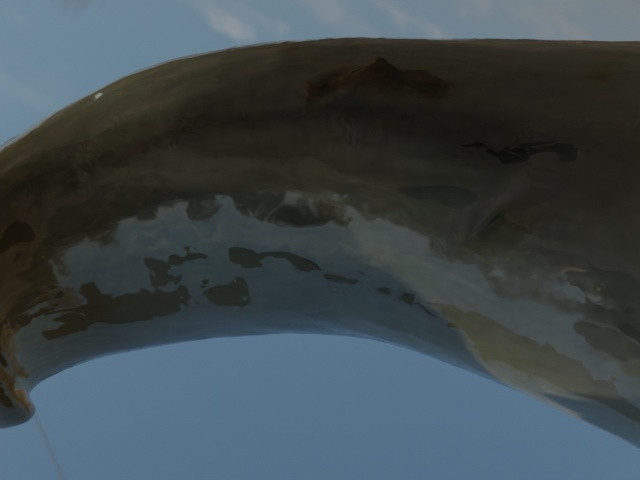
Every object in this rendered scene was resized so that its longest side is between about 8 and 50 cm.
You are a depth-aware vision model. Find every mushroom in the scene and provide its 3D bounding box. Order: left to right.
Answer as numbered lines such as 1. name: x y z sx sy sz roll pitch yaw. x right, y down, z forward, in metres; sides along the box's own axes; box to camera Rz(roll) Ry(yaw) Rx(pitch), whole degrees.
1. mushroom: -0.001 0.000 0.431 0.397 0.177 0.126 4 169 9
